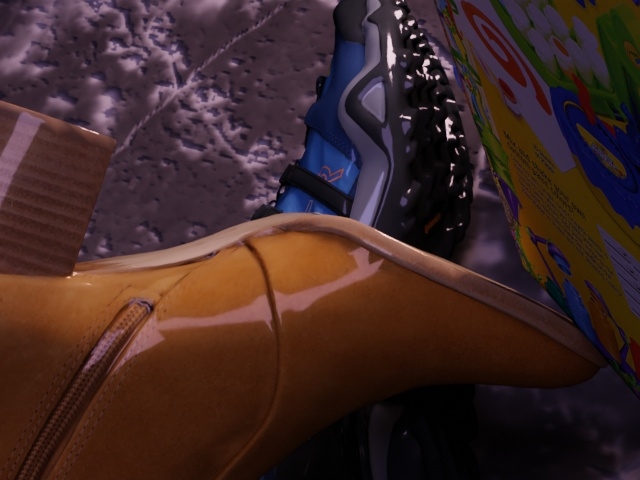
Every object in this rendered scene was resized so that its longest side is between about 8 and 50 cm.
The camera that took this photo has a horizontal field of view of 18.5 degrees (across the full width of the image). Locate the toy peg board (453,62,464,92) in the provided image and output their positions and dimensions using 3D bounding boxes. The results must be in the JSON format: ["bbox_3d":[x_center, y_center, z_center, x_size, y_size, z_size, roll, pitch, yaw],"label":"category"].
[{"bbox_3d":[0.108,-0.096,0.964,0.079,0.160,0.161,-23,48,31],"label":"toy peg board"}]

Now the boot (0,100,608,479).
[{"bbox_3d":[-0.044,0.083,0.825,0.295,0.104,0.211,19,90,-6],"label":"boot"}]

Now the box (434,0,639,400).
[{"bbox_3d":[0.175,-0.047,0.643,0.177,0.279,0.290,-30,43,-7],"label":"box"}]

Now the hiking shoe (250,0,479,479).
[{"bbox_3d":[0.000,0.000,0.968,0.132,0.113,0.304,-11,53,19],"label":"hiking shoe"}]
